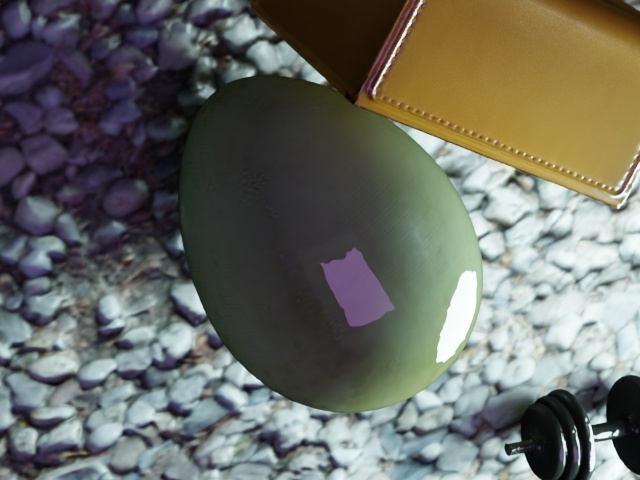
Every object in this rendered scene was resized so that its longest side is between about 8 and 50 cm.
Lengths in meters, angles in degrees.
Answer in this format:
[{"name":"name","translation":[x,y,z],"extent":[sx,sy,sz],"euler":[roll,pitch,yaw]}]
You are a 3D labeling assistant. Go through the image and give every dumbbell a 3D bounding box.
[{"name":"dumbbell","translation":[0.271,0.183,1.745],"extent":[0.208,0.099,0.099],"euler":[-8,123,-22]}]

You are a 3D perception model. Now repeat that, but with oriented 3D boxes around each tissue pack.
[{"name":"tissue pack","translation":[0.118,-0.159,1.392],"extent":[0.274,0.194,0.145],"euler":[19,105,-36]}]

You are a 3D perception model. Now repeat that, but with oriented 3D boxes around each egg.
[{"name":"egg","translation":[0.000,0.000,1.412],"extent":[0.218,0.218,0.295],"euler":[-38,119,-2]}]
